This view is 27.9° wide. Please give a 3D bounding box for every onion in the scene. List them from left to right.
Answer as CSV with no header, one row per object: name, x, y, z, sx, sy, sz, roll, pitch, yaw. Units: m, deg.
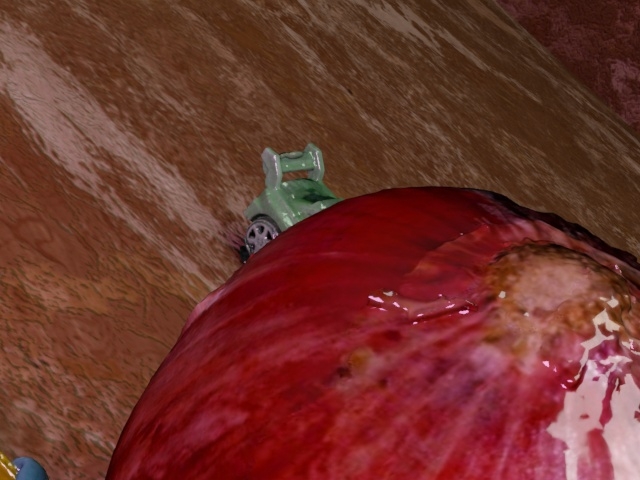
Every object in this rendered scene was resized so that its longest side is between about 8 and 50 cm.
onion,0.062,0.145,0.567,0.341,0.341,0.341,34,22,-15

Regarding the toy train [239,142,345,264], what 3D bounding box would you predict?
toy train,0.000,0.000,1.048,0.099,0.081,0.149,-9,51,-49

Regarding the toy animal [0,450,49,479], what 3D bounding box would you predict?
toy animal,-0.164,0.120,0.526,0.103,0.100,0.208,-6,18,-7
